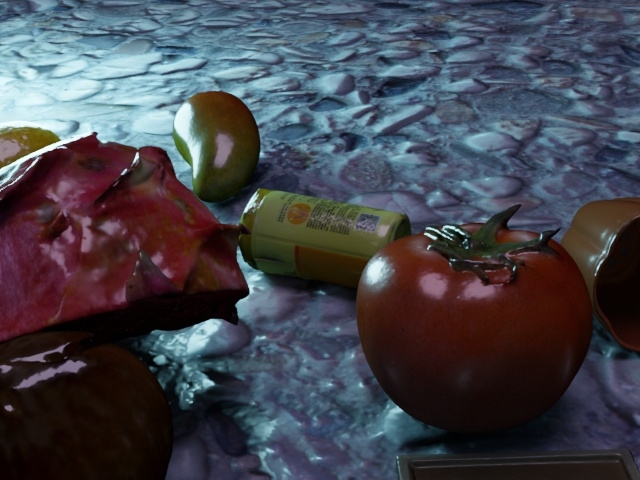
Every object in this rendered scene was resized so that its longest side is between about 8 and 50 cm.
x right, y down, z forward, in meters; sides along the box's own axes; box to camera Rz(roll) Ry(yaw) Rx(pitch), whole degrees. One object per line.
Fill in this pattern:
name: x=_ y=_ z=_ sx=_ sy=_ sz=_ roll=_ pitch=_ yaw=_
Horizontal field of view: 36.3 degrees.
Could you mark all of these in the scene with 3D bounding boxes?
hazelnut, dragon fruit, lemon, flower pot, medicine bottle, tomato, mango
hazelnut: x=-0.251 y=0.192 z=0.896 sx=0.233 sy=0.218 sz=0.218 roll=-25 pitch=32 yaw=-6
dragon fruit: x=-0.272 y=0.010 z=1.084 sx=0.371 sy=0.249 sz=0.386 roll=-11 pitch=-8 yaw=-37
lemon: x=-0.487 y=-0.098 z=1.520 sx=0.207 sy=0.170 sz=0.170 roll=-33 pitch=40 yaw=-33
flower pot: x=0.394 y=0.026 z=1.233 sx=0.190 sy=0.191 sz=0.173 roll=-7 pitch=17 yaw=-11
medicine bottle: x=0.000 y=0.000 z=1.354 sx=0.238 sy=0.124 sz=0.124 roll=10 pitch=30 yaw=22
tomato: x=0.167 y=0.087 z=1.064 sx=0.255 sy=0.225 sz=0.256 roll=-2 pitch=24 yaw=1
mango: x=-0.174 y=-0.171 z=1.681 sx=0.146 sy=0.129 sz=0.289 roll=-9 pitch=37 yaw=-17

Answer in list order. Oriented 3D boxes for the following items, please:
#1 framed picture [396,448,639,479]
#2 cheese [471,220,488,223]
framed picture: x=0.203 y=0.302 z=0.869 sx=0.247 sy=0.022 sz=0.335 roll=-2 pitch=28 yaw=-1
cheese: x=0.255 y=-0.002 z=1.435 sx=0.067 sy=0.026 sz=0.120 roll=-21 pitch=34 yaw=-30
